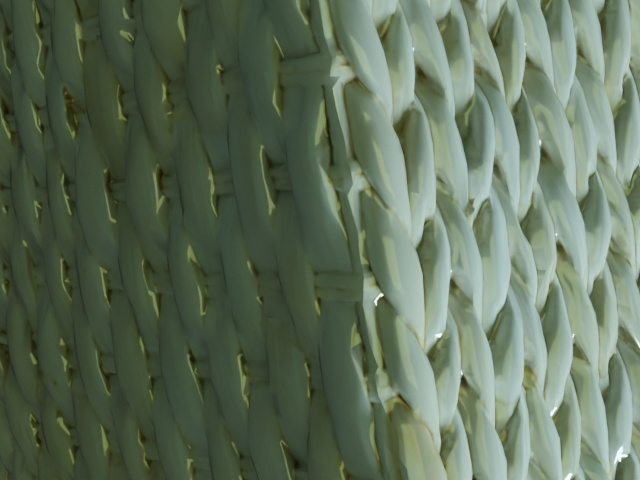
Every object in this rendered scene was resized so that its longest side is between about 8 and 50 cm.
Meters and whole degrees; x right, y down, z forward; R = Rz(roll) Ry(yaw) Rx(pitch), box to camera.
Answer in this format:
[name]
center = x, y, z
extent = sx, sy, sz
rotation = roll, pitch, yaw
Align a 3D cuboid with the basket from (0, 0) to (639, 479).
[basket]
center = 0.017, 0.010, 0.588
extent = 0.266, 0.328, 0.331
rotation = -15, 99, -38
